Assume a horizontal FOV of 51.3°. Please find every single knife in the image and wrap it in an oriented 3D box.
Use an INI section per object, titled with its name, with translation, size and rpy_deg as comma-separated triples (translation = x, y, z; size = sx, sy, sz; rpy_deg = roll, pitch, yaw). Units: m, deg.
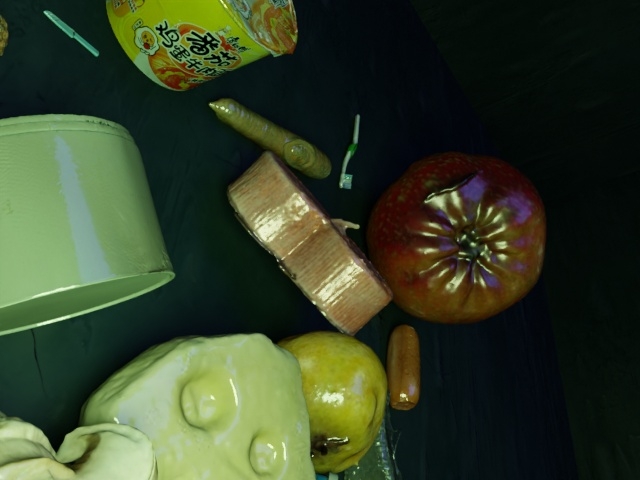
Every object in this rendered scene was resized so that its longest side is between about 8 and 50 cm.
[knife]
translation = -0.340, -0.283, 0.912
size = 0.091, 0.005, 0.014
rpy_deg = 40, 38, -43

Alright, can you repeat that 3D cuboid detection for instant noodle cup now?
[instant noodle cup]
translation = -0.189, -0.368, 1.031
size = 0.264, 0.200, 0.264
rpy_deg = 41, 38, -43

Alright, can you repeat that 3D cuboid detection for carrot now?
[carrot]
translation = -0.083, -0.188, 1.255
size = 0.342, 0.070, 0.070
rpy_deg = 24, 52, -52

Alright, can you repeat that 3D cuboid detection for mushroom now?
[mushroom]
translation = -0.268, 0.242, 0.532
size = 0.254, 0.195, 0.189
rpy_deg = 12, 93, -44

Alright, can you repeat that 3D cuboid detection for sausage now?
[sausage]
translation = 0.175, 0.262, 1.405
size = 0.076, 0.076, 0.197
rpy_deg = 49, 34, -35

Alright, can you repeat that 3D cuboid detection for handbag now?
[handbag]
translation = 0.109, 0.381, 1.214
size = 0.175, 0.089, 0.270
rpy_deg = 42, 37, -55

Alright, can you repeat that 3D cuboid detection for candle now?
[candle]
translation = 0.000, 0.000, 1.110
size = 0.317, 0.131, 0.287
rpy_deg = 51, 4, 8

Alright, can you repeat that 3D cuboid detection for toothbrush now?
[toothbrush]
translation = 0.073, -0.219, 1.599
size = 0.030, 0.030, 0.304
rpy_deg = 52, 30, -31

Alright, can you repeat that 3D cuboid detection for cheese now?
[cheese]
translation = -0.124, 0.255, 0.762
size = 0.318, 0.115, 0.326
rpy_deg = 53, 47, -18

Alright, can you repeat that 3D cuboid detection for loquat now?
[loquat]
translation = -0.006, 0.235, 0.969
size = 0.213, 0.213, 0.213
rpy_deg = 40, 40, -44

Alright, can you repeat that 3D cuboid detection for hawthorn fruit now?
[hawthorn fruit]
translation = 0.286, -0.014, 1.510
size = 0.403, 0.403, 0.403
rpy_deg = 40, 40, -44

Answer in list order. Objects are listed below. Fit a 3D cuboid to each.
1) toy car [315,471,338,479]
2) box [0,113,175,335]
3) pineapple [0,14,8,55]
[toy car]
translation = -0.042, 0.396, 0.881
size = 0.100, 0.097, 0.191
rpy_deg = 20, 59, -1
[box]
translation = -0.265, -0.005, 0.623
size = 0.226, 0.226, 0.149
rpy_deg = -5, 77, -62
[pineapple]
translation = -0.400, -0.207, 0.687
size = 0.074, 0.074, 0.159
rpy_deg = 62, 31, -14
